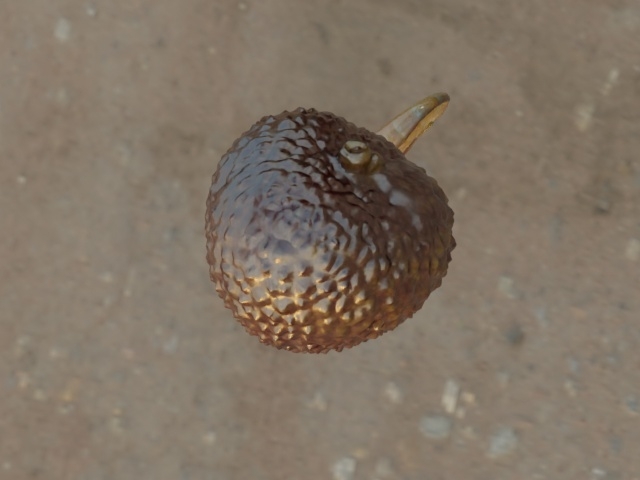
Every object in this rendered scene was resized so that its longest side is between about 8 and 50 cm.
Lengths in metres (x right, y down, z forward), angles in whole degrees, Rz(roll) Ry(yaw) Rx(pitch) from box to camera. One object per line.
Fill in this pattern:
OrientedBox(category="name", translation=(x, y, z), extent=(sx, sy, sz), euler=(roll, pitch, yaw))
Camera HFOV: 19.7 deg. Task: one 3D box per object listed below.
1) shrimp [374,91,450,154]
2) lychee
OrientedBox(category="shrimp", translation=(0.052, -0.075, 1.711), extent=(0.034, 0.124, 0.178), euler=(45, 94, 5))
OrientedBox(category="lychee", translation=(-0.002, -0.005, 1.360), extent=(0.194, 0.194, 0.194), euler=(-14, 68, 40))
